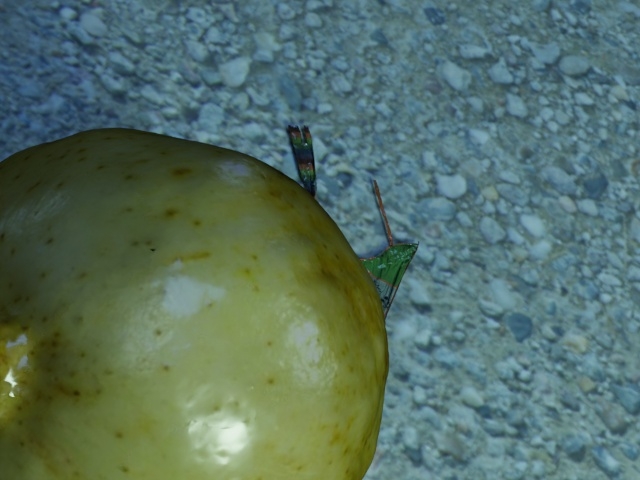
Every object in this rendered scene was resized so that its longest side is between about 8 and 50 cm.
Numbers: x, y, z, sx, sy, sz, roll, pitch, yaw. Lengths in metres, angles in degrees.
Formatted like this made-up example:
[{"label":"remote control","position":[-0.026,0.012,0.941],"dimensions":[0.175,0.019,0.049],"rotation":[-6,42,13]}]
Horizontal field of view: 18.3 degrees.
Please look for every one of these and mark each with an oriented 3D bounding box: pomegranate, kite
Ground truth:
[{"label":"pomegranate","position":[-0.150,0.095,1.443],"dimensions":[0.410,0.410,0.410],"rotation":[11,58,-18]},{"label":"kite","position":[0.000,0.000,1.811],"dimensions":[0.198,0.006,0.244],"rotation":[-6,64,-26]}]
